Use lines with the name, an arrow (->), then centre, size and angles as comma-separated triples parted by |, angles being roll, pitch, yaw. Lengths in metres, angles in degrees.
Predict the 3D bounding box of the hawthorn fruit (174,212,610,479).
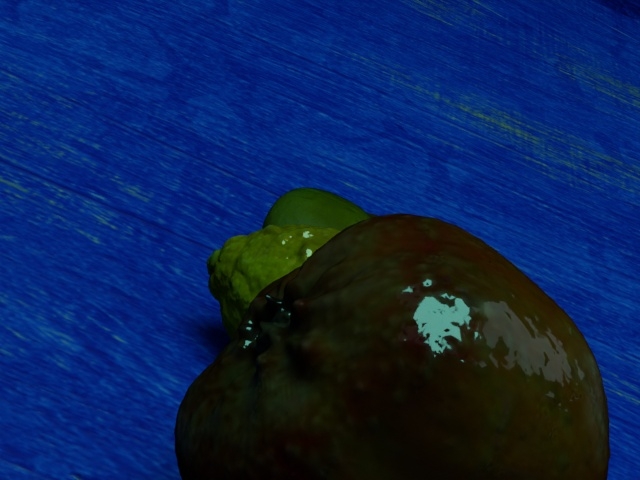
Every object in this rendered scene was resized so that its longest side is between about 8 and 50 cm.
hawthorn fruit -> 0.073, 0.153, 0.957 | 0.330, 0.287, 0.287 | 41, 21, -20

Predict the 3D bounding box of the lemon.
lemon -> -0.014, 0.055, 1.185 | 0.187, 0.142, 0.142 | 22, 26, 1

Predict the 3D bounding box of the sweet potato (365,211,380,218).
sweet potato -> 0.105, 0.017, 1.455 | 0.265, 0.057, 0.057 | 25, 25, 17

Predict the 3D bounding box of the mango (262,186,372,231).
mango -> 0.000, 0.000, 1.366 | 0.130, 0.091, 0.194 | 13, 19, -17
